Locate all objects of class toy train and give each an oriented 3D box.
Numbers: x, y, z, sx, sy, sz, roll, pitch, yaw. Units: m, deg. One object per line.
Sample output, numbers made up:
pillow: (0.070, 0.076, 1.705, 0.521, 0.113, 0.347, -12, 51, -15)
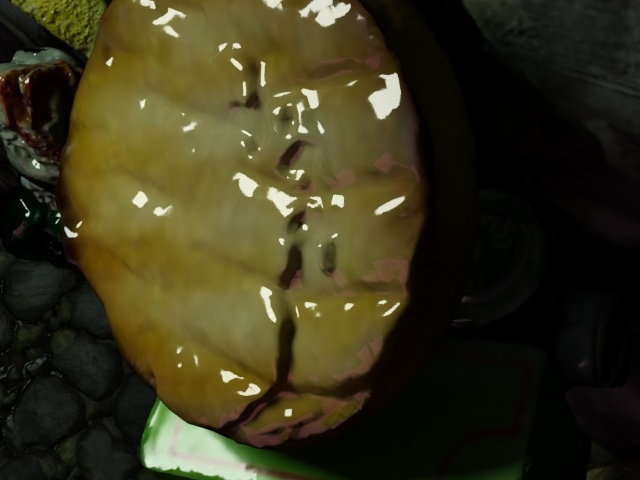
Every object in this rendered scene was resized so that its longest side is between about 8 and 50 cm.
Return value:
toy train: (0.046, 0.097, 0.704, 0.307, 0.249, 0.173, 4, 150, 27)

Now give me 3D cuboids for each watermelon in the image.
watermelon: (-0.215, -0.220, 0.736, 0.181, 0.092, 0.075, 35, -179, -23)

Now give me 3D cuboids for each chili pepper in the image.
chili pepper: (-0.358, -0.049, 1.417, 0.165, 0.174, 0.261, 14, 167, -11)

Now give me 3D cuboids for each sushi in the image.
sushi: (-0.282, -0.111, 1.129, 0.130, 0.124, 0.332, 21, 159, 18)

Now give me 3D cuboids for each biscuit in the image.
biscuit: (-0.035, -0.029, 0.598, 0.296, 0.296, 0.102, 26, -157, 36)

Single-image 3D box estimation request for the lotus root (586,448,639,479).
lotus root: (0.273, 0.268, 0.929, 0.074, 0.170, 0.260, 39, 170, 7)
